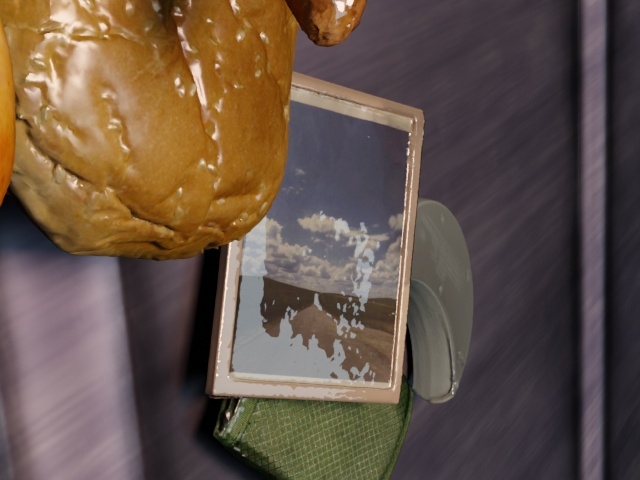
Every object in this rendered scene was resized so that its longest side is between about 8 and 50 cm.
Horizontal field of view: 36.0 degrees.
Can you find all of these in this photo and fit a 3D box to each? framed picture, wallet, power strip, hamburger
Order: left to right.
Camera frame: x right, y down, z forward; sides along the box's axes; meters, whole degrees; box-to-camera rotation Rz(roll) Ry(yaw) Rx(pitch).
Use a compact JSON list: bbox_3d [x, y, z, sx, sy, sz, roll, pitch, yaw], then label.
[{"bbox_3d":[-0.112,-0.092,0.591,0.309,0.133,0.211,-2,93,-57],"label":"hamburger"},{"bbox_3d":[-0.001,0.144,0.852,0.236,0.055,0.160,47,53,-43],"label":"wallet"},{"bbox_3d":[0.000,0.000,0.789,0.189,0.023,0.259,10,82,-36],"label":"framed picture"},{"bbox_3d":[0.086,0.038,0.954,0.253,0.054,0.167,53,48,-45],"label":"power strip"}]

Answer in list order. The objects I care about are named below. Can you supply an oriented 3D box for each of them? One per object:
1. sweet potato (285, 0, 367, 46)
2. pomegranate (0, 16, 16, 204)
[{"bbox_3d":[-0.056,-0.243,0.519,0.112,0.359,0.112,-17,139,-16],"label":"sweet potato"},{"bbox_3d":[-0.231,-0.053,0.322,0.264,0.264,0.264,-12,105,-54],"label":"pomegranate"}]
